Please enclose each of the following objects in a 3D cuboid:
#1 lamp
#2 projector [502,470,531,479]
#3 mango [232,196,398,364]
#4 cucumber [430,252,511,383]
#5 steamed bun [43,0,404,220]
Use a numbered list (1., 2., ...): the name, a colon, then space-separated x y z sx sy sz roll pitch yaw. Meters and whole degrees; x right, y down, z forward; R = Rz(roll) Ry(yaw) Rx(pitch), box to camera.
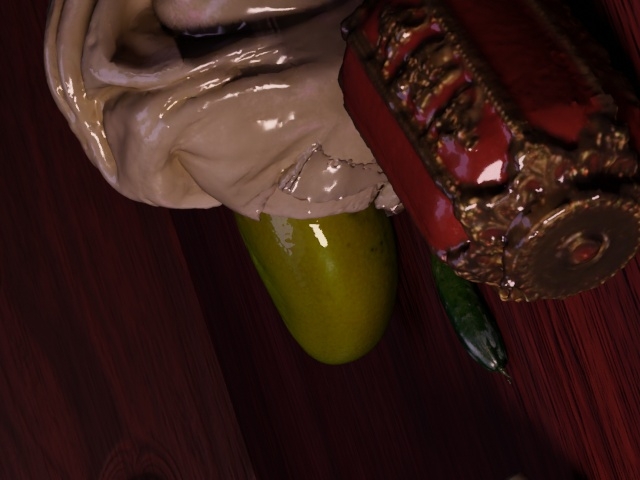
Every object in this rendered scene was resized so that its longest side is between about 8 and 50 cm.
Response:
1. lamp: 0.120 -0.083 1.256 0.177 0.177 0.274 85 162 -45
2. projector: 0.154 0.318 1.521 0.177 0.242 0.163 38 145 40
3. mango: 0.002 -0.003 1.922 0.273 0.149 0.185 68 161 -6
4. cucumber: 0.132 0.062 1.692 0.039 0.039 0.168 91 160 -55
5. steamed bun: -0.058 -0.195 1.629 0.394 0.346 0.237 27 144 10
